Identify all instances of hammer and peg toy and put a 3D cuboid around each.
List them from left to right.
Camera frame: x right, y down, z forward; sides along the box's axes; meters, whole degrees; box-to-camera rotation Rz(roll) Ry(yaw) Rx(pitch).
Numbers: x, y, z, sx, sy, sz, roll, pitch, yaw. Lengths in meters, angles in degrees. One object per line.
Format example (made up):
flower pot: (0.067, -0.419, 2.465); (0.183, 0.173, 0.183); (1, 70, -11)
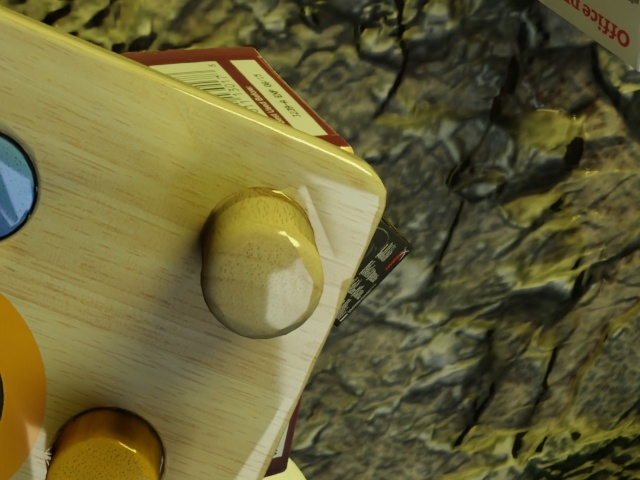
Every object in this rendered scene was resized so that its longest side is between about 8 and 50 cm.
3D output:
hammer and peg toy: (-0.186, 0.019, 0.421); (0.361, 0.127, 0.266); (23, 101, -10)

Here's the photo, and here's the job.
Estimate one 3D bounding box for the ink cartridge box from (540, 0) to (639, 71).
ink cartridge box: (0.152, -0.162, 0.607); (0.056, 0.099, 0.135); (-17, 129, -21)

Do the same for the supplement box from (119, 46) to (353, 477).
supplement box: (-0.057, 0.017, 0.607); (0.080, 0.104, 0.188); (-8, 127, -28)

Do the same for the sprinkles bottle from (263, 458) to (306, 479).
sprinkles bottle: (-0.133, 0.263, 0.733); (0.121, 0.121, 0.355); (14, 115, -38)

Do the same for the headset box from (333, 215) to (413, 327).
headset box: (0.000, 0.000, 0.680); (0.062, 0.032, 0.083); (-47, 133, 6)
